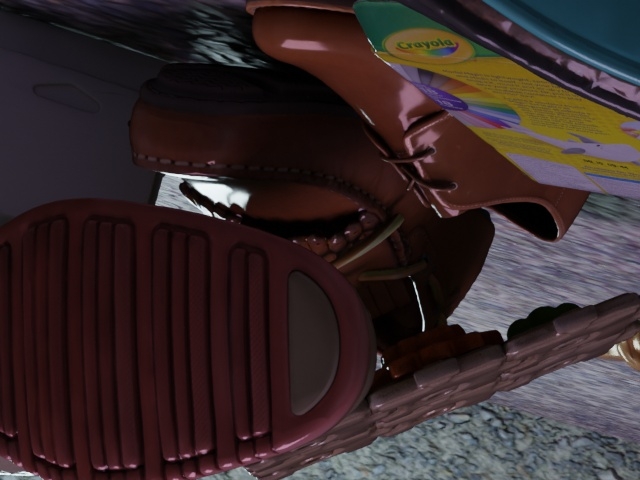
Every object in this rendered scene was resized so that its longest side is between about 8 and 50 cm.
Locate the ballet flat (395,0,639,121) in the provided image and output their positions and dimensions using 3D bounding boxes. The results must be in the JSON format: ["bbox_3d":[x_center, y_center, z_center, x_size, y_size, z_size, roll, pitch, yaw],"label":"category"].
[{"bbox_3d":[0.022,-0.106,0.402,0.280,0.095,0.096,26,-179,-2],"label":"ballet flat"}]

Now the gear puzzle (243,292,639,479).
[{"bbox_3d":[0.105,0.057,0.935,0.338,0.044,0.175,-21,166,-1],"label":"gear puzzle"}]

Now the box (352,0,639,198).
[{"bbox_3d":[0.092,-0.055,0.554,0.105,0.043,0.179,11,173,29],"label":"box"}]

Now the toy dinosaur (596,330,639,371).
[{"bbox_3d":[0.281,0.096,1.421,0.112,0.064,0.211,37,156,-16],"label":"toy dinosaur"}]

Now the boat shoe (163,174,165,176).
[{"bbox_3d":[-0.228,-0.062,1.124,0.285,0.092,0.103,11,169,25],"label":"boat shoe"}]

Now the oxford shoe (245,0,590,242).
[{"bbox_3d":[0.051,-0.054,0.721,0.212,0.076,0.076,23,171,-34],"label":"oxford shoe"}]

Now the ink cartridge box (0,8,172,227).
[{"bbox_3d":[-0.167,-0.028,0.950,0.128,0.127,0.176,16,151,-9],"label":"ink cartridge box"}]

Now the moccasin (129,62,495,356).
[{"bbox_3d":[-0.003,-0.001,0.919,0.139,0.147,0.380,14,172,17],"label":"moccasin"}]

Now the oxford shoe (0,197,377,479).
[{"bbox_3d":[-0.119,0.060,0.850,0.397,0.141,0.146,-3,170,37],"label":"oxford shoe"}]
